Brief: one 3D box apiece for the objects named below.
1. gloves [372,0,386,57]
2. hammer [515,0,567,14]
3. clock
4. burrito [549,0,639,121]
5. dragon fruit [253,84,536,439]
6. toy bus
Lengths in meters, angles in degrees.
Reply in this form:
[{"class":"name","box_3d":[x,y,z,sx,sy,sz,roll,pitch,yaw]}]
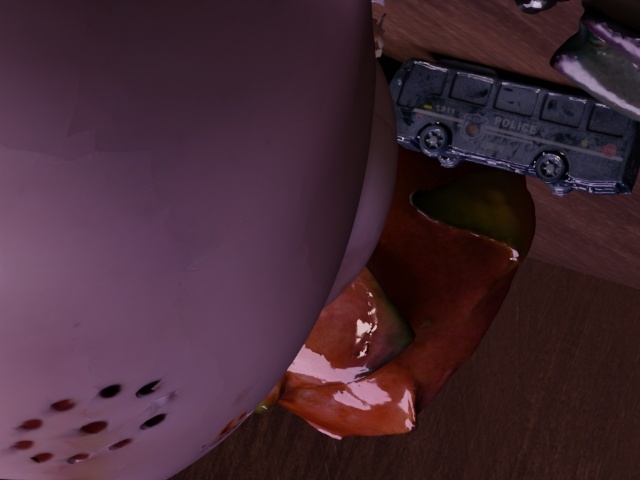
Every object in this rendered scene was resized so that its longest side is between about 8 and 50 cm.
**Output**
[{"class":"gloves","box_3d":[-0.046,-0.130,0.703,0.153,0.070,0.114,18,-175,26]},{"class":"hammer","box_3d":[0.015,-0.138,0.572,0.201,0.021,0.078,18,178,-5]},{"class":"clock","box_3d":[-0.135,-0.045,0.468,0.368,0.250,0.377,10,161,-18]},{"class":"burrito","box_3d":[0.243,-0.040,0.538,0.309,0.066,0.096,18,173,10]},{"class":"dragon fruit","box_3d":[0.000,0.000,1.022,0.189,0.290,0.291,27,175,-23]},{"class":"toy bus","box_3d":[0.120,-0.071,0.871,0.166,0.065,0.047,16,178,21]}]
